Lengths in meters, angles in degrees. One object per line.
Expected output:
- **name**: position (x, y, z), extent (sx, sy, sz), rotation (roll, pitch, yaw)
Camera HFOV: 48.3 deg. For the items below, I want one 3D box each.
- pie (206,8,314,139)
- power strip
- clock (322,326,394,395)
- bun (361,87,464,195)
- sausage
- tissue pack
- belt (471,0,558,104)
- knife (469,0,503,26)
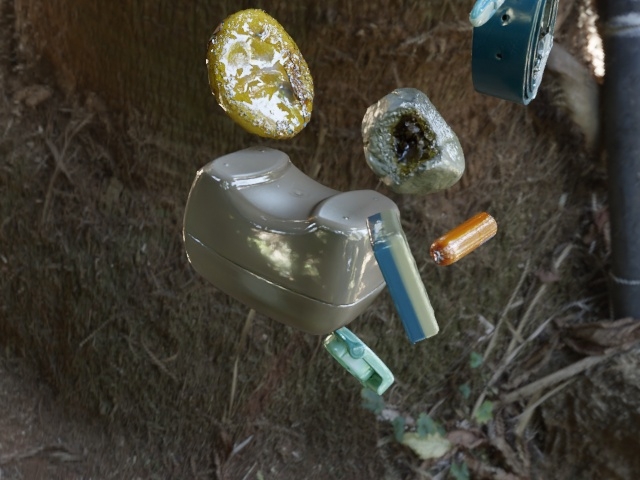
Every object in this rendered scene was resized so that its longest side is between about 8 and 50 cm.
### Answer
- **pie**: position (-0.109, -0.321, 1.395), extent (0.273, 0.069, 0.273), rotation (12, 70, -37)
- **power strip**: position (0.077, 0.032, 0.673), extent (0.032, 0.123, 0.056), rotation (-21, 27, 7)
- **clock**: position (0.066, 0.244, 1.543), extent (0.060, 0.148, 0.188), rotation (-45, 110, -9)
- **bun**: position (0.210, -0.226, 1.734), extent (0.281, 0.205, 0.281), rotation (39, 35, -35)
- **sausage**: position (0.424, 0.003, 2.172), extent (0.093, 0.093, 0.312), rotation (46, 44, 16)
- **tissue pack**: position (-0.062, 0.009, 1.352), extent (0.387, 0.276, 0.267), rotation (24, 26, 21)
- **belt**: position (0.497, -0.534, 1.798), extent (0.173, 0.436, 0.300), rotation (20, 72, 17)
- **knife**: position (0.366, -0.505, 1.417), extent (0.031, 0.064, 0.222), rotation (30, 73, 32)
